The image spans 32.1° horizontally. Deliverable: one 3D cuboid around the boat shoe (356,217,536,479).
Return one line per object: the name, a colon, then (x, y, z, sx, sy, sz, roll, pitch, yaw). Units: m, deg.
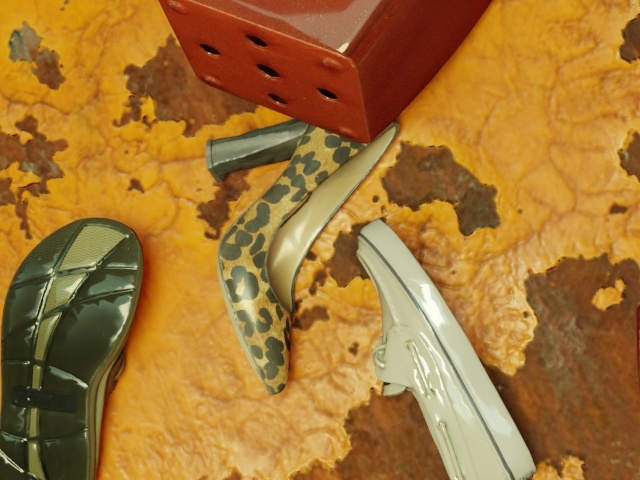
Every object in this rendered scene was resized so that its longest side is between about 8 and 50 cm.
boat shoe: (0.090, 0.110, 0.995, 0.088, 0.096, 0.268, -29, 85, -2)

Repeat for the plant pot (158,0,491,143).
plant pot: (0.002, -0.243, 0.967, 0.267, 0.267, 0.236, 22, 77, 13)

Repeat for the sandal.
sandal: (-0.242, 0.122, 1.054, 0.120, 0.086, 0.303, 15, 97, 6)

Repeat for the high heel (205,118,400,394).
high heel: (0.000, 0.000, 1.026, 0.186, 0.093, 0.261, -13, 72, 9)

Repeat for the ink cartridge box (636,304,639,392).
ink cartridge box: (0.351, 0.082, 0.877, 0.171, 0.237, 0.100, -1, 80, 9)
